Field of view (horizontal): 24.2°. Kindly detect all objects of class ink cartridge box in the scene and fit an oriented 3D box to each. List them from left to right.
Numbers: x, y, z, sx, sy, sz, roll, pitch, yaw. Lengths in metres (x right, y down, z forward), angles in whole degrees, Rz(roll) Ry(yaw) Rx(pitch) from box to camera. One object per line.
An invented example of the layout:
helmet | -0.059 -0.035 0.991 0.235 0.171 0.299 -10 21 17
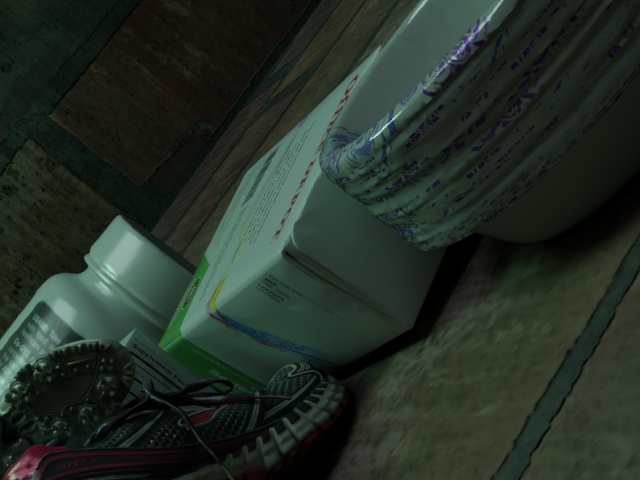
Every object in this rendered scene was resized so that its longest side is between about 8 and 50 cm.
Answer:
ink cartridge box | 0.000 0.000 1.189 0.278 0.117 0.201 -37 24 59

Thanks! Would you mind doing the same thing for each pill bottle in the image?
pill bottle | -0.251 0.165 1.538 0.361 0.204 0.204 -52 11 -1

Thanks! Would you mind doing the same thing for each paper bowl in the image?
paper bowl | 0.141 -0.112 0.970 0.284 0.148 0.284 -50 11 13

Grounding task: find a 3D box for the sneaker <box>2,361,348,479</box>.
sneaker | -0.086 0.142 1.032 0.121 0.112 0.299 -48 -13 32

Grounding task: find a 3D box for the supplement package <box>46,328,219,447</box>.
supplement package | -0.176 0.221 1.182 0.194 0.149 0.203 -41 15 40

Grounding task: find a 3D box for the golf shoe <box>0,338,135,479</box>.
golf shoe | -0.194 0.110 1.083 0.176 0.069 0.086 -34 13 28
